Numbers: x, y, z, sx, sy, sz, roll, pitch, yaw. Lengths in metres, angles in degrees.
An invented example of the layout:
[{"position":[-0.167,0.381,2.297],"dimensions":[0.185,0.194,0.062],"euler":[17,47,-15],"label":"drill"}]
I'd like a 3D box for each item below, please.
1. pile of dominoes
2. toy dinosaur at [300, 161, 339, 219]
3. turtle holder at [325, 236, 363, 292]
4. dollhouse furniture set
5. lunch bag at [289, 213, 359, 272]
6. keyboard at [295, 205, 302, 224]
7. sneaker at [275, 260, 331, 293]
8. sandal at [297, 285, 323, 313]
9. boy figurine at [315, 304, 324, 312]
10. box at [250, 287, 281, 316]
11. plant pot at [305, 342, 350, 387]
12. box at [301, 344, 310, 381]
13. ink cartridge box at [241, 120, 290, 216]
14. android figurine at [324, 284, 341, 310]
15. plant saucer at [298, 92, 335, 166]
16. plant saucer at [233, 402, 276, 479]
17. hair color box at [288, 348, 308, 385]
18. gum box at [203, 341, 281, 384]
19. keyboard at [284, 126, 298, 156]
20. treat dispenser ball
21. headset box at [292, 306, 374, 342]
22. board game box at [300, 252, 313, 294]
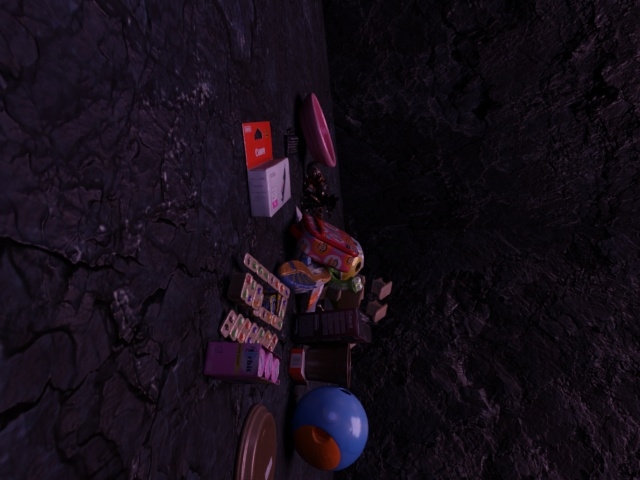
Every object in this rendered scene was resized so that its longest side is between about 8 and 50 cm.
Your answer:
[{"position":[-0.134,0.161,0.948],"dimensions":[0.251,0.040,0.196],"euler":[51,43,-53],"label":"pile of dominoes"},{"position":[-0.006,-0.197,1.871],"dimensions":[0.322,0.164,0.218],"euler":[61,3,-26],"label":"toy dinosaur"},{"position":[0.085,0.090,1.874],"dimensions":[0.320,0.227,0.244],"euler":[-137,-139,-72],"label":"turtle holder"},{"position":[0.135,0.366,2.139],"dimensions":[0.256,0.362,0.394],"euler":[-17,120,-55],"label":"dollhouse furniture set"},{"position":[0.000,0.000,1.546],"dimensions":[0.120,0.258,0.293],"euler":[-61,-166,12],"label":"lunch bag"},{"position":[-0.080,-0.079,1.757],"dimensions":[0.256,0.014,0.072],"euler":[61,29,-75],"label":"keyboard"},{"position":[-0.078,0.145,1.402],"dimensions":[0.296,0.131,0.112],"euler":[9,50,-60],"label":"sneaker"},{"position":[-0.060,0.252,1.685],"dimensions":[0.102,0.076,0.265],"euler":[-32,146,-53],"label":"sandal"},{"position":[-0.010,0.404,1.945],"dimensions":[0.285,0.092,0.177],"euler":[76,15,-63],"label":"boy figurine"},{"position":[-0.141,0.167,1.107],"dimensions":[0.169,0.059,0.054],"euler":[-16,105,-82],"label":"box"},{"position":[0.030,0.480,1.554],"dimensions":[0.167,0.165,0.167],"euler":[-1,90,-82],"label":"plant pot"},{"position":[-0.018,0.533,1.845],"dimensions":[0.113,0.094,0.275],"euler":[-81,168,-47],"label":"box"},{"position":[-0.144,-0.213,1.139],"dimensions":[0.275,0.060,0.239],"euler":[-68,157,-71],"label":"ink cartridge box"},{"position":[0.092,0.310,2.421],"dimensions":[0.273,0.056,0.248],"euler":[-123,-150,-41],"label":"android figurine"},{"position":[-0.018,-0.480,1.790],"dimensions":[0.332,0.084,0.332],"euler":[-15,90,-79],"label":"plant saucer"},{"position":[-0.158,0.564,1.022],"dimensions":[0.278,0.041,0.278],"euler":[-1,90,-83],"label":"plant saucer"},{"position":[-0.081,0.490,1.546],"dimensions":[0.167,0.053,0.093],"euler":[76,15,-54],"label":"hair color box"},{"position":[-0.153,0.260,0.834],"dimensions":[0.188,0.107,0.062],"euler":[74,17,-64],"label":"gum box"},{"position":[-0.110,-0.379,1.537],"dimensions":[0.180,0.023,0.108],"euler":[-65,153,-74],"label":"keyboard"},{"position":[0.033,0.689,1.485],"dimensions":[0.288,0.288,0.288],"euler":[-1,90,-82],"label":"treat dispenser ball"},{"position":[0.064,0.348,1.588],"dimensions":[0.218,0.293,0.110],"euler":[45,39,-61],"label":"headset box"},{"position":[-0.055,0.153,1.818],"dimensions":[0.160,0.039,0.212],"euler":[-72,158,-70],"label":"board game box"}]
